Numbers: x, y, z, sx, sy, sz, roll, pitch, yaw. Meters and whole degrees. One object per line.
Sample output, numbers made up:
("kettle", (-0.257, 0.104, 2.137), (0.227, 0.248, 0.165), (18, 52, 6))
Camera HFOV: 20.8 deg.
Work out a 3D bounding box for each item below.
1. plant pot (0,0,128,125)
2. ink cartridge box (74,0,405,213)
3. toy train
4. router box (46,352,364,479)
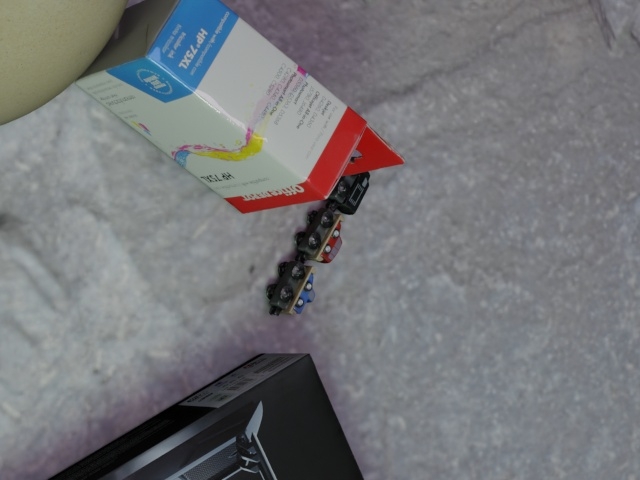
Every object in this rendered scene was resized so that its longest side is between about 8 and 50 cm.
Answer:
("plant pot", (-0.240, -0.228, 1.241), (0.284, 0.191, 0.284), (3, 85, -32))
("ink cartridge box", (-0.062, -0.094, 1.374), (0.231, 0.134, 0.078), (38, 68, -23))
("toy train", (0.000, 0.000, 1.470), (0.036, 0.027, 0.158), (43, 66, -34))
("router box", (-0.096, 0.262, 1.360), (0.309, 0.081, 0.243), (-29, 102, -30))
